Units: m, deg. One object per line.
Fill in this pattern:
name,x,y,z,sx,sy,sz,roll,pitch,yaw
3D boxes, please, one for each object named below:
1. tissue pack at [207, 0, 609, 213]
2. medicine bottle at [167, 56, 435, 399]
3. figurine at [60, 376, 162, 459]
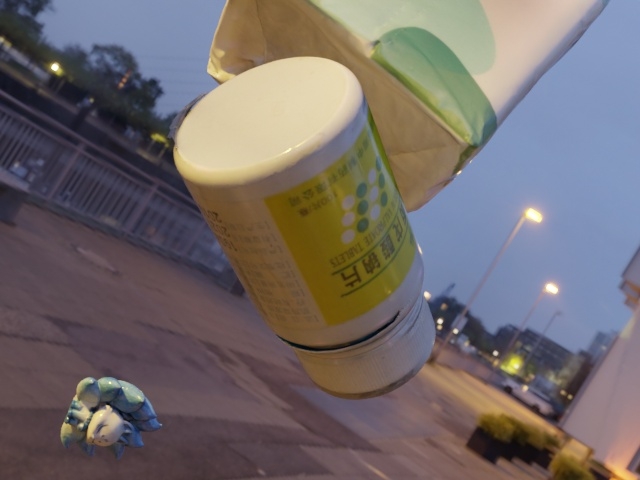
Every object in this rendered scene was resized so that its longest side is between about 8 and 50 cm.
tissue pack,0.098,-0.219,0.849,0.266,0.356,0.194,42,-37,3
medicine bottle,0.000,0.000,0.646,0.143,0.143,0.258,32,-26,45
figurine,-0.230,0.200,0.930,0.114,0.114,0.079,33,14,-17
